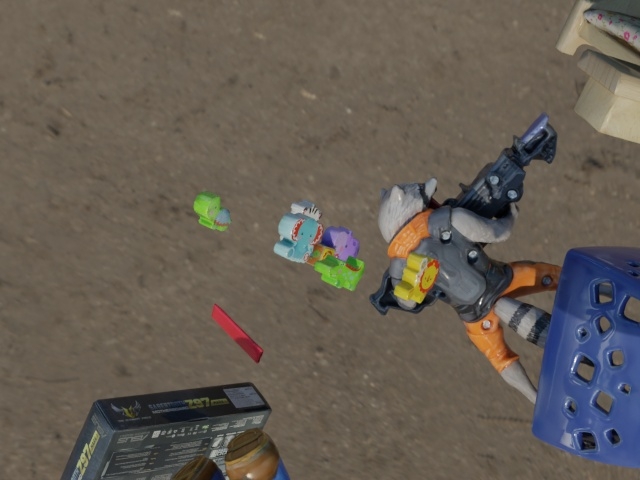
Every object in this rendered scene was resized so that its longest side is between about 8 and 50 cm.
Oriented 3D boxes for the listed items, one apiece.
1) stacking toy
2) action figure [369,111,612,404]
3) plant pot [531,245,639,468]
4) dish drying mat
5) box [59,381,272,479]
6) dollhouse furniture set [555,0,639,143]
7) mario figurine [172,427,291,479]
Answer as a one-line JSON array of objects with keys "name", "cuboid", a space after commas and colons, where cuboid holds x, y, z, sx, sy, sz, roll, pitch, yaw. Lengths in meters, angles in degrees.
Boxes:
[{"name": "stacking toy", "cuboid": [0.000, 0.000, 1.068, 0.167, 0.221, 0.052, 24, 95, 29]}, {"name": "action figure", "cuboid": [0.223, 0.014, 1.382, 0.330, 0.178, 0.341, 33, 106, -1]}, {"name": "plant pot", "cuboid": [0.404, 0.144, 1.231, 0.212, 0.236, 0.236, 25, 110, 55]}, {"name": "dish drying mat", "cuboid": [-0.100, 0.111, 1.326, 0.008, 0.032, 0.083, -37, 72, -29]}, {"name": "box", "cuboid": [-0.192, 0.265, 1.338, 0.059, 0.233, 0.183, 48, 124, 37]}, {"name": "dollhouse furniture set", "cuboid": [0.292, -0.169, 0.737, 0.173, 0.356, 0.303, -68, 26, 22]}, {"name": "mario figurine", "cuboid": [-0.016, 0.342, 1.026, 0.170, 0.198, 0.320, -41, 100, -37]}]
